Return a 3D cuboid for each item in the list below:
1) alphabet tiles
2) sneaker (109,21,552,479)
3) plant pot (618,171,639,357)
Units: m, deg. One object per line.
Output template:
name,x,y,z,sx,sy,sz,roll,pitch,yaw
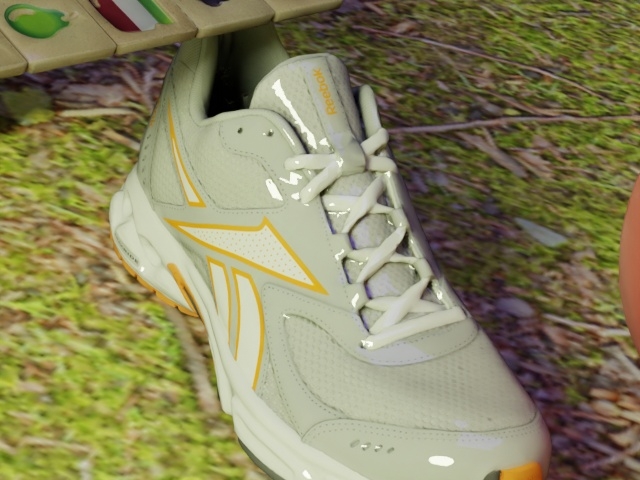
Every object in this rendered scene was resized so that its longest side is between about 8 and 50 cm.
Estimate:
alphabet tiles,-0.133,-0.151,0.803,0.198,0.009,0.237,-17,53,-41
sneaker,0.000,0.000,0.759,0.099,0.121,0.262,-8,35,-34
plant pot,0.257,0.064,0.638,0.275,0.275,0.243,6,38,-14
